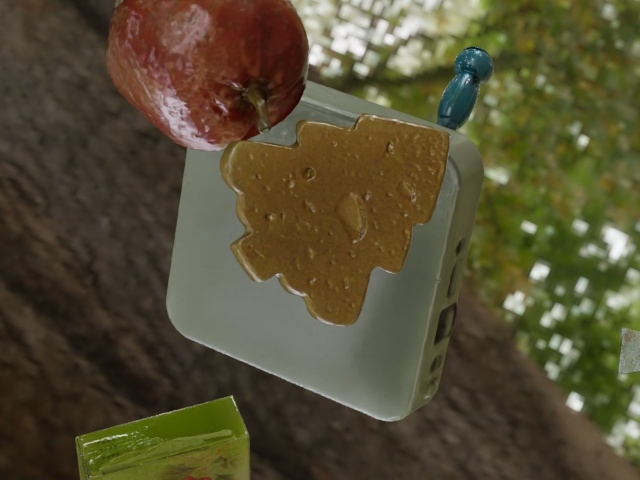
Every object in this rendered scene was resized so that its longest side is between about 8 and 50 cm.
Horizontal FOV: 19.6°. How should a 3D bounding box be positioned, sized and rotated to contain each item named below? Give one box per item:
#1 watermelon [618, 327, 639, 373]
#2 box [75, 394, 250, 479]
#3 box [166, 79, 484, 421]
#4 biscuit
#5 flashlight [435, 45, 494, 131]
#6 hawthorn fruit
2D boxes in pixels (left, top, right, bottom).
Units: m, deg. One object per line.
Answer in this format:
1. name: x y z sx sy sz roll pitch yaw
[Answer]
1. watermelon: 0.423 0.137 2.455 0.085 0.061 0.085 -40 9 7
2. box: -0.167 0.287 2.019 0.175 0.062 0.260 -13 -39 -14
3. box: 0.000 0.000 2.247 0.090 0.373 0.367 -32 -42 -56
4. biscuit: 0.023 -0.039 1.793 0.238 0.212 0.041 -32 4 1
5. flashlight: 0.172 -0.182 2.275 0.051 0.051 0.129 85 -150 -57
6. hawthorn fruit: -0.102 -0.183 1.874 0.205 0.253 0.205 -23 -46 -25
